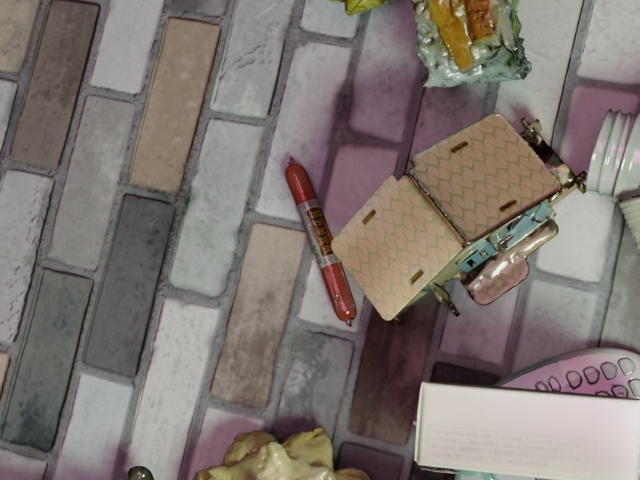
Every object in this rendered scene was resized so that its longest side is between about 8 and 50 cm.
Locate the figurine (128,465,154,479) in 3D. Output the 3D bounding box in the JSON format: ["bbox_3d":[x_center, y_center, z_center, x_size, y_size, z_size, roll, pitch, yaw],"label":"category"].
[{"bbox_3d":[-0.326,0.416,1.557,0.256,0.167,0.192,-12,53,4],"label":"figurine"}]

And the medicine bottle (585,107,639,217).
[{"bbox_3d":[0.496,-0.069,1.427,0.324,0.124,0.179,19,106,18],"label":"medicine bottle"}]

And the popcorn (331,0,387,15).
[{"bbox_3d":[0.062,-0.411,1.587,0.195,0.173,0.168,-47,52,14],"label":"popcorn"}]

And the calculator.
[{"bbox_3d":[0.303,0.245,1.479,0.299,0.041,0.185,-27,76,8],"label":"calculator"}]

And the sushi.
[{"bbox_3d":[0.188,-0.284,1.474,0.139,0.274,0.184,-7,106,16],"label":"sushi"}]

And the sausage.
[{"bbox_3d":[0.000,0.000,1.597,0.034,0.034,0.253,-24,77,11],"label":"sausage"}]

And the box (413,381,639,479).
[{"bbox_3d":[0.247,0.227,1.367,0.251,0.203,0.106,4,81,15],"label":"box"}]

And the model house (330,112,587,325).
[{"bbox_3d":[0.178,-0.024,1.447,0.326,0.244,0.169,-36,73,6],"label":"model house"}]

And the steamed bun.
[{"bbox_3d":[-0.067,0.393,1.510,0.295,0.137,0.292,-9,83,11],"label":"steamed bun"}]

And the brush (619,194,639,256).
[{"bbox_3d":[0.506,-0.045,1.344,0.314,0.017,0.090,-15,111,32],"label":"brush"}]
